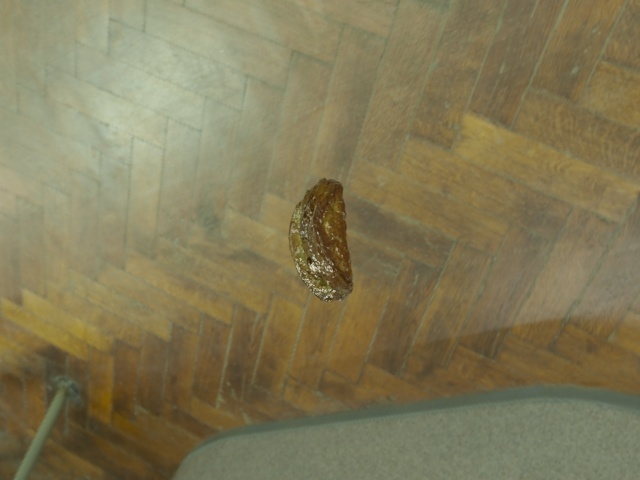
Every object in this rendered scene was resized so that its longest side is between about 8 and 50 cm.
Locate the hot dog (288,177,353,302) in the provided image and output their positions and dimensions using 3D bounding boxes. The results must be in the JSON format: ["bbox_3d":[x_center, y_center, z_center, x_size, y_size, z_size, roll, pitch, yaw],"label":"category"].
[{"bbox_3d":[0.002,0.000,0.884,0.099,0.065,0.147,146,122,-71],"label":"hot dog"}]
